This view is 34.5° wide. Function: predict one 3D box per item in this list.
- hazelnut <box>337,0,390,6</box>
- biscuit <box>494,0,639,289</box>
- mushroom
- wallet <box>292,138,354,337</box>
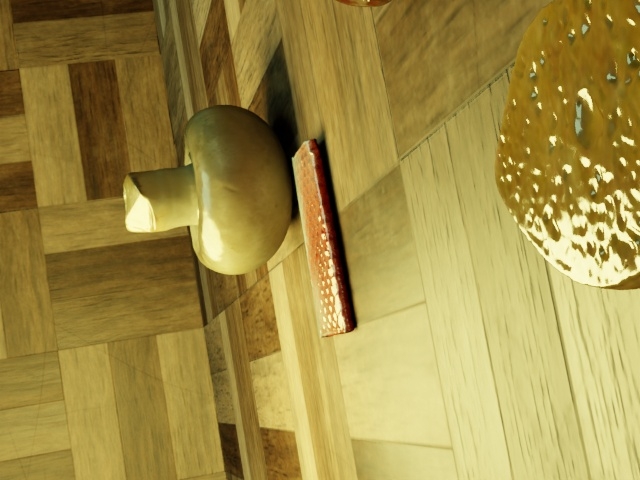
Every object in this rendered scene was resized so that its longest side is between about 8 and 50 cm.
[{"bbox_3d":[0.027,-0.198,0.700,0.086,0.086,0.086,172,90,-77],"label":"hazelnut"},{"bbox_3d":[0.128,-0.050,0.446,0.221,0.028,0.142,118,143,-68],"label":"biscuit"},{"bbox_3d":[-0.133,-0.055,1.198,0.204,0.204,0.204,172,90,-77],"label":"mushroom"},{"bbox_3d":[0.000,0.000,1.053,0.103,0.020,0.197,142,119,-76],"label":"wallet"}]
